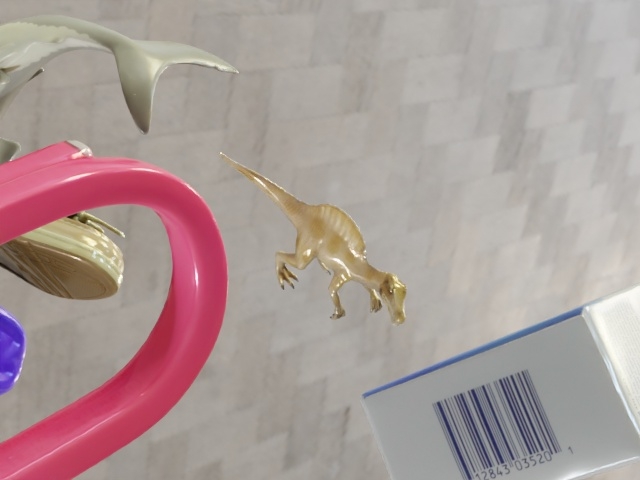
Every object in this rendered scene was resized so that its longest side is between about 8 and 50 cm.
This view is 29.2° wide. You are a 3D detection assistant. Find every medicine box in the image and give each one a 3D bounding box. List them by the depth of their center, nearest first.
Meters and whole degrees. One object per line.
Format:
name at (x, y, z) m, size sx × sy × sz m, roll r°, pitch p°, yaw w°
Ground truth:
medicine box at (0.235, 0.158, 1.253) m, size 0.289 × 0.264 × 0.149 m, roll -11°, pitch 77°, yaw -57°

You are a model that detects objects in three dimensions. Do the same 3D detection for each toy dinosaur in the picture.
toy dinosaur at (0.000, 0.000, 0.917) m, size 0.053 × 0.183 × 0.092 m, roll -41°, pitch 164°, yaw -33°

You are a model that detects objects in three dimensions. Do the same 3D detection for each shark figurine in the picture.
shark figurine at (-0.211, -0.116, 0.891) m, size 0.166 × 0.278 × 0.116 m, roll 63°, pitch 25°, yaw -2°

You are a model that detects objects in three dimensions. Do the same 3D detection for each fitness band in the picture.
fitness band at (-0.185, 0.060, 0.748) m, size 0.291 × 0.054 × 0.209 m, roll -28°, pitch 128°, yaw -30°

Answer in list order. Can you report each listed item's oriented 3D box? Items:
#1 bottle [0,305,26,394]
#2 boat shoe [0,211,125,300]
bottle at (-0.432, 0.109, 1.225) m, size 0.118 × 0.283 × 0.092 m, roll 41°, pitch 51°, yaw -51°
boat shoe at (-0.283, -0.021, 1.169) m, size 0.089 × 0.285 × 0.104 m, roll -55°, pitch 141°, yaw -23°
